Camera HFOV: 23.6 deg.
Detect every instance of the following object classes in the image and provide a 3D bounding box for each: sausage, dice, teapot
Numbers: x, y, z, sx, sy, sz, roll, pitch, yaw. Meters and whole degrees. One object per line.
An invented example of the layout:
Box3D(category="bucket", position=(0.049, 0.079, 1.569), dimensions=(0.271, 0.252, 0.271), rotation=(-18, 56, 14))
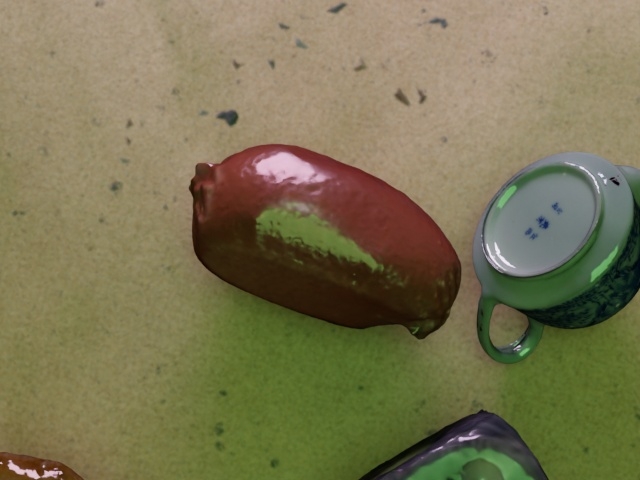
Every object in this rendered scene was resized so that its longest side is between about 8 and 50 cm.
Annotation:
Box3D(category="sausage", position=(0.000, 0.000, 1.367), dimensions=(0.254, 0.148, 0.148), rotation=(21, 82, -6))
Box3D(category="dice", position=(0.115, 0.262, 1.314), dimensions=(0.181, 0.182, 0.183), rotation=(-29, 83, -5))
Box3D(category="teapot", position=(0.229, 0.018, 1.386), dimensions=(0.232, 0.159, 0.159), rotation=(-44, 87, 5))

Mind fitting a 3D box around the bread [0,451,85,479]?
Box3D(category="bread", position=(-0.235, 0.290, 1.292), dimensions=(0.340, 0.194, 0.179), rotation=(37, 76, 0))
